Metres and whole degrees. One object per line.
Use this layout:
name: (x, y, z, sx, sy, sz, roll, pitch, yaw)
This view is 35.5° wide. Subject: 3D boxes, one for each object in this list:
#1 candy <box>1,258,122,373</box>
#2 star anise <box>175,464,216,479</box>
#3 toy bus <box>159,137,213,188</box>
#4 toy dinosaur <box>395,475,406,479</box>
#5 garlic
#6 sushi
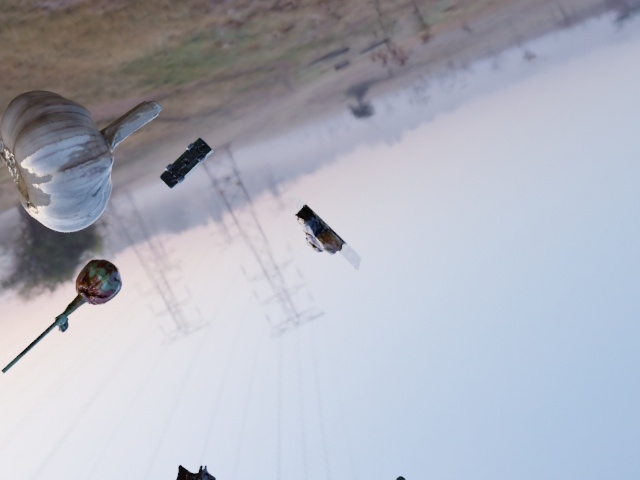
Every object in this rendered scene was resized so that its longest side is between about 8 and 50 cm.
candy: (-0.485, 0.146, 1.874, 0.288, 0.078, 0.084, -46, -152, -23)
star anise: (-0.203, 0.455, 1.517, 0.346, 0.237, 0.148, -1, -156, 12)
toy bus: (-0.193, -0.111, 1.446, 0.083, 0.031, 0.037, -44, 180, 1)
toy dinosaur: (0.099, 0.556, 2.050, 0.292, 0.079, 0.120, -5, 143, -28)
garlic: (-0.318, -0.130, 1.369, 0.226, 0.199, 0.199, -29, -173, -23)
sushi: (0.000, 0.000, 1.480, 0.031, 0.139, 0.201, -46, 174, -5)
